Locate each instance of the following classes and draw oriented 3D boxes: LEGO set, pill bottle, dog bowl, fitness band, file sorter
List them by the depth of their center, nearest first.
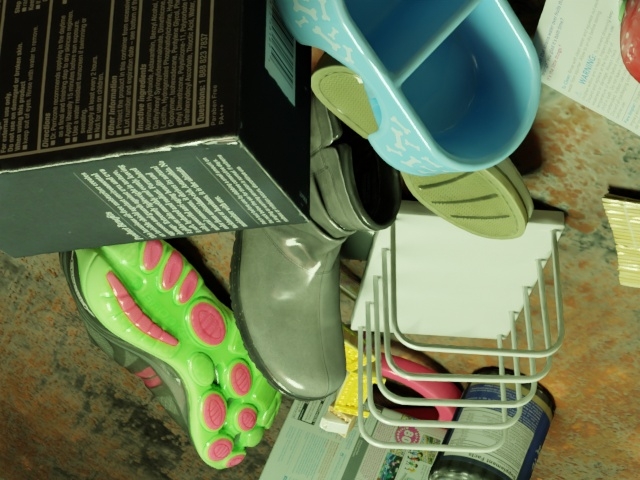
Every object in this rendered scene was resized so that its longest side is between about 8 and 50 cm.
[{"bbox_3d":[0.084,-0.177,1.144,0.074,0.166,0.297,22,155,55],"label":"dog bowl"},{"bbox_3d":[0.147,0.103,1.490,0.193,0.173,0.277,3,149,-5],"label":"file sorter"},{"bbox_3d":[0.023,0.131,1.721,0.132,0.107,0.287,-11,137,21],"label":"LEGO set"},{"bbox_3d":[0.211,0.285,1.728,0.123,0.219,0.122,20,149,13],"label":"pill bottle"},{"bbox_3d":[0.069,0.209,1.902,0.291,0.054,0.209,-7,138,47],"label":"fitness band"}]

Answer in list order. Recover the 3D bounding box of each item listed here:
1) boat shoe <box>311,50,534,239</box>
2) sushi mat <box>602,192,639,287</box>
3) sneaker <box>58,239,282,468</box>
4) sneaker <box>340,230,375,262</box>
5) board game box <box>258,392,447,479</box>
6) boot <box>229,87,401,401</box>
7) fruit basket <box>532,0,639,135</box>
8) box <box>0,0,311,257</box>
[{"bbox_3d":[0.118,-0.114,1.302,0.113,0.103,0.302,-6,143,41],"label":"boat shoe"},{"bbox_3d":[0.442,0.025,1.338,0.317,0.019,0.151,10,145,26],"label":"sushi mat"},{"bbox_3d":[-0.207,0.141,1.929,0.202,0.185,0.482,26,152,47],"label":"sneaker"},{"bbox_3d":[0.026,0.004,1.580,0.118,0.083,0.222,31,149,-8],"label":"sneaker"},{"bbox_3d":[0.077,0.346,1.835,0.303,0.224,0.097,19,150,12],"label":"board game box"},{"bbox_3d":[0.000,0.000,1.405,0.223,0.118,0.338,-15,90,53],"label":"boot"},{"bbox_3d":[0.347,-0.155,1.046,0.353,0.165,0.327,36,153,17],"label":"fruit basket"},{"bbox_3d":[-0.169,-0.162,1.168,0.294,0.296,0.183,-6,156,17],"label":"box"}]
